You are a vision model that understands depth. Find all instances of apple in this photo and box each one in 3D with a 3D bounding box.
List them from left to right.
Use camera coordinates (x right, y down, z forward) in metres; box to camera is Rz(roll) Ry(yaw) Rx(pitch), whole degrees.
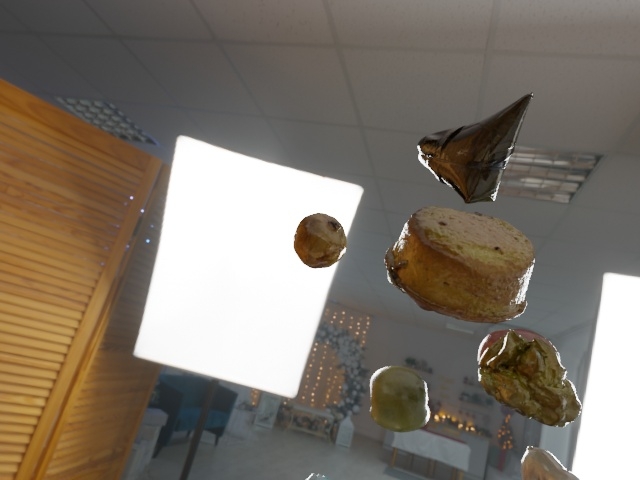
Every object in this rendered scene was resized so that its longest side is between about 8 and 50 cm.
[{"bbox_3d":[0.353,0.693,1.888,0.258,0.233,0.295,-5,3,11],"label":"apple"}]

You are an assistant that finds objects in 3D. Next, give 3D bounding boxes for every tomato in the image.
[{"bbox_3d":[0.872,0.482,1.899,0.338,0.144,0.338,0,-27,0],"label":"tomato"}]

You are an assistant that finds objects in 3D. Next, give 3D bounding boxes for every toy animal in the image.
[{"bbox_3d":[0.775,0.793,1.347,0.140,0.138,0.282,-9,9,-14],"label":"toy animal"}]

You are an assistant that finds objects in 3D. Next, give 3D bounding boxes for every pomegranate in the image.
[{"bbox_3d":[0.000,0.000,1.721,0.248,0.248,0.248,15,-15,4],"label":"pomegranate"}]

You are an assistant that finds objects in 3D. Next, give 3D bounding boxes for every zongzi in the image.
[{"bbox_3d":[0.310,-0.225,0.883,0.112,0.242,0.221,-13,41,-26],"label":"zongzi"}]

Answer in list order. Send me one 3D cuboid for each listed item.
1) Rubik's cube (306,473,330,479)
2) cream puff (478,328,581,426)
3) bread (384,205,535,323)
[{"bbox_3d":[-0.027,1.032,1.321,0.351,0.347,0.352,35,11,21],"label":"Rubik's cube"},{"bbox_3d":[0.736,0.465,1.455,0.291,0.257,0.324,14,3,-24],"label":"cream puff"},{"bbox_3d":[0.354,0.046,1.076,0.358,0.204,0.337,8,27,0],"label":"bread"}]
